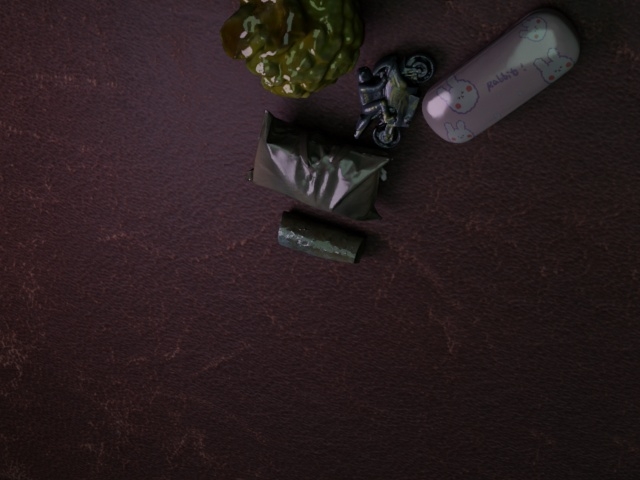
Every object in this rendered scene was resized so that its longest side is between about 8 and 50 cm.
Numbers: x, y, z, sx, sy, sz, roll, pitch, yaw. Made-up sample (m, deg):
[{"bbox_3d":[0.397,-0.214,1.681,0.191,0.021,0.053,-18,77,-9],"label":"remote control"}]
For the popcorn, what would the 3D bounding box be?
[{"bbox_3d":[-0.049,-0.368,1.815,0.237,0.206,0.251,-46,137,3],"label":"popcorn"}]

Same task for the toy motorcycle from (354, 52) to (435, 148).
[{"bbox_3d":[0.113,-0.253,1.931,0.124,0.061,0.193,24,120,-3],"label":"toy motorcycle"}]

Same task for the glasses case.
[{"bbox_3d":[0.296,-0.270,1.844,0.297,0.075,0.113,-36,102,33],"label":"glasses case"}]

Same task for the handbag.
[{"bbox_3d":[-0.004,-0.136,2.016,0.270,0.117,0.182,19,139,8],"label":"handbag"}]

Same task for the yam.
[{"bbox_3d":[0.000,0.000,2.131,0.169,0.068,0.068,19,125,9],"label":"yam"}]
